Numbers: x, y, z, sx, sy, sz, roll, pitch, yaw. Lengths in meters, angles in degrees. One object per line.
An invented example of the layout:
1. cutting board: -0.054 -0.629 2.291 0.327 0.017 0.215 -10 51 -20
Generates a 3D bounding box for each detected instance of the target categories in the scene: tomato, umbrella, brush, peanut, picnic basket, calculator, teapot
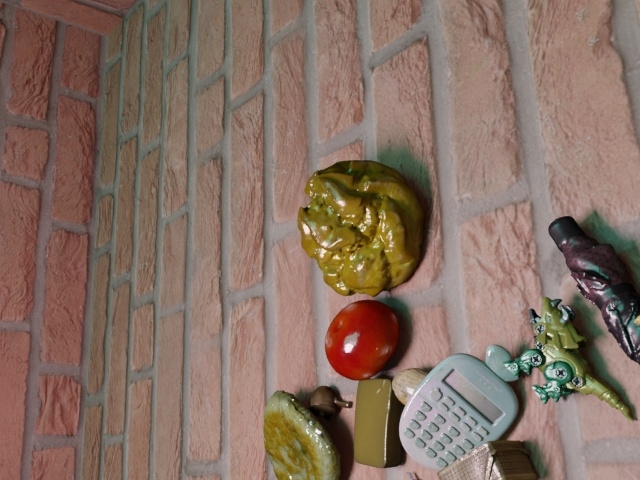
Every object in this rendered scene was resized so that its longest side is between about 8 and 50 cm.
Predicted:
1. tomato: 0.093 0.228 1.701 0.195 0.136 0.195 -47 27 32
2. umbrella: 0.503 0.083 1.270 0.090 0.094 0.326 75 173 -55
3. brush: 0.136 0.418 1.681 0.123 0.059 0.197 -11 71 54
4. peanut: 0.231 0.326 1.560 0.207 0.087 0.087 10 89 54
5. picnic basket: 0.317 0.450 1.392 0.164 0.115 0.079 -47 48 35
6. calculator: 0.280 0.330 1.446 0.184 0.042 0.295 42 103 8
7. teapot: 0.031 0.412 1.837 0.110 0.085 0.080 -11 45 22

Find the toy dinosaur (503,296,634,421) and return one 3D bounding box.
1. toy dinosaur: 0.445 0.236 1.312 0.153 0.094 0.259 -49 59 26

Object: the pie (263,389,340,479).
1. pie: -0.053 0.536 1.856 0.323 0.071 0.322 24 120 51

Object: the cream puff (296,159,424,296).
1. cream puff: 0.069 -0.030 1.728 0.324 0.257 0.291 -61 37 22

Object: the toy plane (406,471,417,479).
1. toy plane: 0.204 0.545 1.585 0.083 0.031 0.078 -16 69 50

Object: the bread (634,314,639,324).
1. bread: 0.624 0.129 1.043 0.264 0.168 0.163 -45 49 41
